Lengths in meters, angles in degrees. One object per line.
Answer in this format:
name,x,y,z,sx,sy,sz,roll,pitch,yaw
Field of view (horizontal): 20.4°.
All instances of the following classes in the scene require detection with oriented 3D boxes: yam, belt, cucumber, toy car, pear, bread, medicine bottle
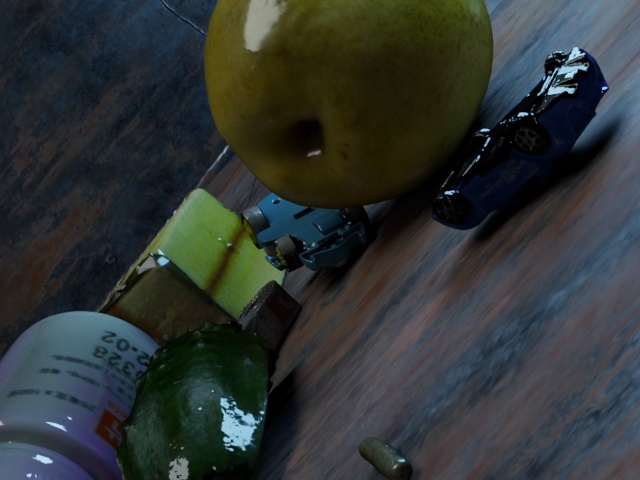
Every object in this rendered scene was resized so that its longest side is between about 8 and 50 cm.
yam,0.047,0.156,1.266,0.021,0.021,0.116,-51,8,-5
belt,-0.077,0.119,1.889,0.071,0.053,0.232,-43,11,34
cucumber,-0.110,0.164,1.629,0.325,0.145,0.105,-94,12,-72
toy car,0.000,0.000,1.957,0.126,0.098,0.161,-30,36,-11
toy car,0.164,-0.073,1.472,0.216,0.063,0.103,-48,7,51
pear,0.029,-0.188,1.836,0.314,0.314,0.314,-49,10,11
bread,-0.156,0.076,2.109,0.163,0.167,0.264,-48,6,21
medicine bottle,-0.281,0.246,1.843,0.219,0.219,0.388,-47,10,22
